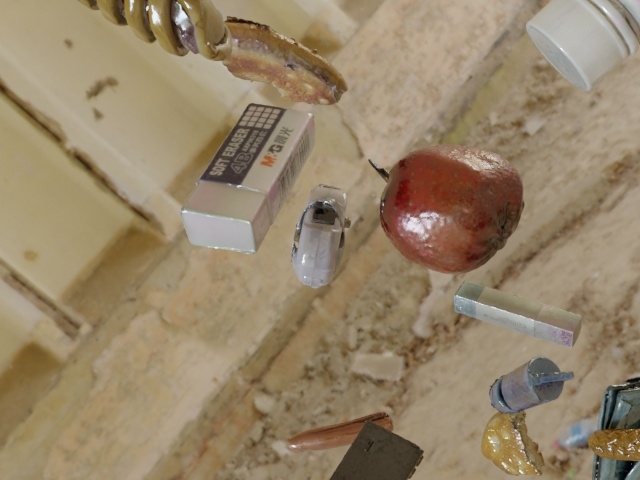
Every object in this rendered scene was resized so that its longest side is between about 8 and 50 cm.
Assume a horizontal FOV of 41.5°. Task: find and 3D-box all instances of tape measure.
[{"bbox_3d":[0.000,0.000,1.863,0.197,0.120,0.236,-74,-6,-82],"label":"tape measure"}]

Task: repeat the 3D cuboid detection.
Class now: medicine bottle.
[{"bbox_3d":[0.375,-0.303,1.020,0.237,0.139,0.139,-41,10,10],"label":"medicine bottle"}]

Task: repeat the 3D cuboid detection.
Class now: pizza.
[{"bbox_3d":[-0.079,-0.351,1.648,0.161,0.305,0.085,-18,57,57],"label":"pizza"},{"bbox_3d":[0.410,0.427,1.762,0.062,0.161,0.182,-18,-43,-26],"label":"pizza"}]

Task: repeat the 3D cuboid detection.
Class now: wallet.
[{"bbox_3d":[0.604,0.297,1.343,0.342,0.237,0.075,-10,31,-13],"label":"wallet"}]

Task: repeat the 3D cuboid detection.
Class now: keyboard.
[{"bbox_3d":[0.005,0.362,0.990,0.106,0.027,0.317,18,66,45],"label":"keyboard"}]

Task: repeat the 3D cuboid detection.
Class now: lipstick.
[{"bbox_3d":[0.500,0.186,2.155,0.068,0.317,0.066,-48,-38,-38],"label":"lipstick"}]

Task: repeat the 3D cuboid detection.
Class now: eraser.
[{"bbox_3d":[-0.114,-0.110,1.411,0.086,0.130,0.287,82,-156,-44],"label":"eraser"}]

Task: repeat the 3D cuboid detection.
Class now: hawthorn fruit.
[{"bbox_3d":[0.216,-0.082,1.563,0.254,0.300,0.254,-45,-20,-21],"label":"hawthorn fruit"}]

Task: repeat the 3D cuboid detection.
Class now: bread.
[{"bbox_3d":[0.453,0.297,1.227,0.157,0.052,0.044,-27,40,63],"label":"bread"},{"bbox_3d":[-0.204,-0.274,0.943,0.081,0.225,0.134,-58,-2,0],"label":"bread"}]

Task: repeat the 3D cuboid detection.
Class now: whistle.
[{"bbox_3d":[0.287,0.203,1.174,0.062,0.062,0.304,-51,-11,-10],"label":"whistle"}]

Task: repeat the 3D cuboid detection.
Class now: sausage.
[{"bbox_3d":[0.033,0.317,1.384,0.177,0.040,0.047,-14,12,3],"label":"sausage"}]
